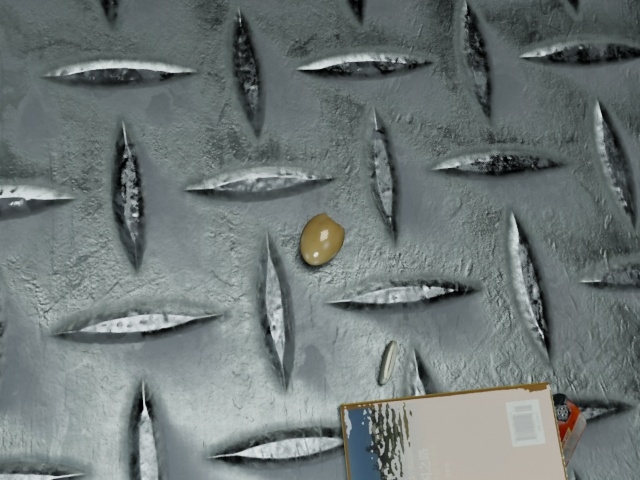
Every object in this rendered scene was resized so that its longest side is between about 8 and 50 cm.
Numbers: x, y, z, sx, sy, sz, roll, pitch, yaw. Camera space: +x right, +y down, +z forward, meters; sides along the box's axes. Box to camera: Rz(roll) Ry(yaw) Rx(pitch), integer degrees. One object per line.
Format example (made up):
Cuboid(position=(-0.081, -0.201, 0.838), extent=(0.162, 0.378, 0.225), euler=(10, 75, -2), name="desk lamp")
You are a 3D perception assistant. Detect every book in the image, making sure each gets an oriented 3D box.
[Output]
Cuboid(position=(0.231, 0.394, 1.470), extent=(0.374, 0.028, 0.262), euler=(-7, 73, 4), name="book")

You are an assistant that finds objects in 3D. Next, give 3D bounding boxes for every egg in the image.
Cuboid(position=(0.000, 0.000, 1.584), extent=(0.080, 0.080, 0.096), euler=(37, 79, 4), name="egg")

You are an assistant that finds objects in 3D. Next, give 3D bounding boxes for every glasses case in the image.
Cuboid(position=(0.124, 0.222, 1.554), extent=(0.021, 0.032, 0.083), euler=(18, 69, -6), name="glasses case")

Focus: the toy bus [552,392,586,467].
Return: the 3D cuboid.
Cuboid(position=(0.414, 0.365, 1.535), extent=(0.077, 0.079, 0.174), euler=(37, 69, -5), name="toy bus")
